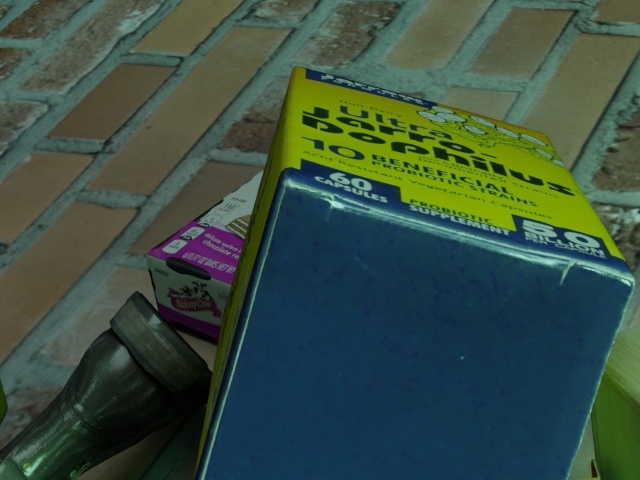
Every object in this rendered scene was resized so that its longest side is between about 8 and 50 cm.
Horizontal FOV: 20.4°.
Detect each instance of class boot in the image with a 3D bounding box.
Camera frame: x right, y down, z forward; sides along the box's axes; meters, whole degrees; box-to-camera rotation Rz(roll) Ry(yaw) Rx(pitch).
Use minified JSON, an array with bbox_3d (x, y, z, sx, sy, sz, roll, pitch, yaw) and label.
[{"bbox_3d":[-0.180,0.139,1.190,0.229,0.263,0.091,-43,83,-6],"label":"boot"}]

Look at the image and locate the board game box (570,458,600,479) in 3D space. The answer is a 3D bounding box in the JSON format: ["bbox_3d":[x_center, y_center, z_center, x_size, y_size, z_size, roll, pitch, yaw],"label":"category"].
[{"bbox_3d":[0.149,0.242,0.945,0.039,0.124,0.259,-4,32,9],"label":"board game box"}]

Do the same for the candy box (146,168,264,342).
[{"bbox_3d":[0.000,0.000,1.415,0.159,0.071,0.233,17,40,36],"label":"candy box"}]

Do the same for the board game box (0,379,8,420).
[{"bbox_3d":[-0.298,0.157,1.261,0.092,0.043,0.181,0,32,13],"label":"board game box"}]

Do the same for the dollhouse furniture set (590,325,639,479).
[{"bbox_3d":[0.348,0.114,1.016,0.356,0.173,0.303,-16,24,-12],"label":"dollhouse furniture set"}]

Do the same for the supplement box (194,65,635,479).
[{"bbox_3d":[0.047,0.034,1.096,0.194,0.195,0.356,15,14,-4],"label":"supplement box"}]
